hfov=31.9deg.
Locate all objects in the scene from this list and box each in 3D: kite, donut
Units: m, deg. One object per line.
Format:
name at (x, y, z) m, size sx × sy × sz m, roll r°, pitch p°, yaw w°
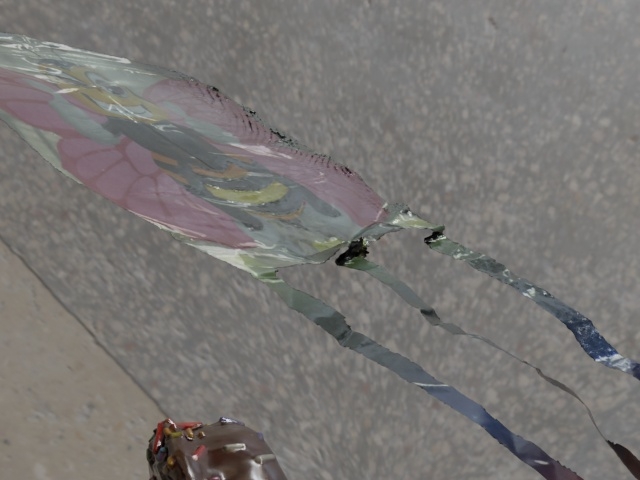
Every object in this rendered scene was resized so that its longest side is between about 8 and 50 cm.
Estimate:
kite at (0.002, -0.003, 0.413) m, size 0.360 × 0.204 × 0.022 m, roll 34°, pitch 110°, yaw 25°
donut at (-0.058, 0.229, 0.781) m, size 0.089 × 0.235 × 0.235 m, roll -14°, pitch 75°, yaw -14°
